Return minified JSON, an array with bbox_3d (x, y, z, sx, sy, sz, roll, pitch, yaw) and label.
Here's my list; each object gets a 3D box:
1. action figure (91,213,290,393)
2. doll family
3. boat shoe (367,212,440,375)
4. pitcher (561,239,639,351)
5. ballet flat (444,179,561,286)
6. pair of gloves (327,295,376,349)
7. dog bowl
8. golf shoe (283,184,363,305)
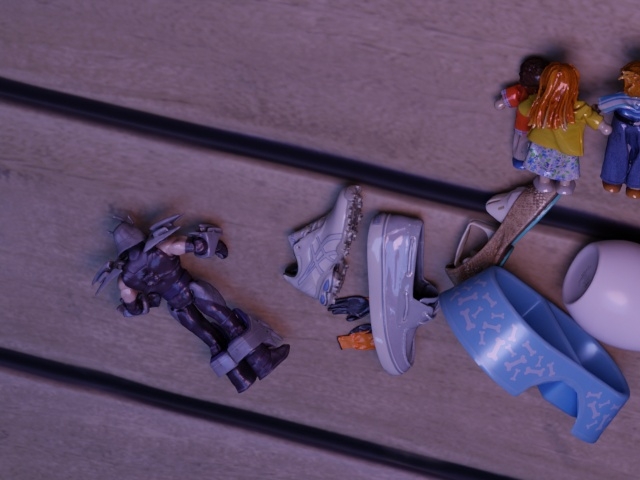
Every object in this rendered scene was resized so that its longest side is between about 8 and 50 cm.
[{"bbox_3d":[-0.172,0.073,2.034,0.285,0.099,0.185,47,127,-12],"label":"action figure"},{"bbox_3d":[0.323,-0.131,1.774,0.263,0.118,0.163,6,122,10],"label":"doll family"},{"bbox_3d":[0.109,0.072,1.973,0.081,0.079,0.227,2,118,17],"label":"boat shoe"},{"bbox_3d":[0.411,0.059,1.880,0.207,0.125,0.177,24,108,-15],"label":"pitcher"},{"bbox_3d":[0.216,-0.013,1.905,0.067,0.073,0.206,39,119,6],"label":"ballet flat"},{"bbox_3d":[0.051,0.108,2.049,0.074,0.010,0.083,-7,118,17],"label":"pair of gloves"},{"bbox_3d":[0.267,0.133,1.899,0.074,0.166,0.297,-43,128,18],"label":"dog bowl"},{"bbox_3d":[0.000,0.000,1.965,0.086,0.069,0.176,21,122,7],"label":"golf shoe"}]
